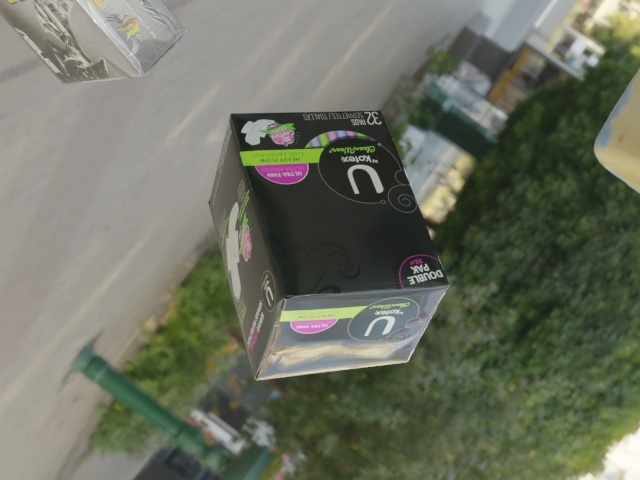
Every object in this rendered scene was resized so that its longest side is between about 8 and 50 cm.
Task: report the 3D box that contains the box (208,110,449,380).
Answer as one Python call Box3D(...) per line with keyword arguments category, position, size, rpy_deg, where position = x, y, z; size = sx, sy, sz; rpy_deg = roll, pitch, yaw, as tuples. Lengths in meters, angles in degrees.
Box3D(category="box", position=(0.000, 0.000, 0.406), size=(0.062, 0.083, 0.052), rpy_deg=(-4, 144, -19))

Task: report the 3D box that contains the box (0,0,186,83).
Box3D(category="box", position=(-0.231, -0.228, 0.886), size=(0.056, 0.231, 0.183), rpy_deg=(-49, -152, -18))

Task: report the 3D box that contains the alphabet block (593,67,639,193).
Box3D(category="alphabet block", position=(0.316, -0.064, 0.644), size=(0.192, 0.193, 0.197), rpy_deg=(-59, -158, 4))
